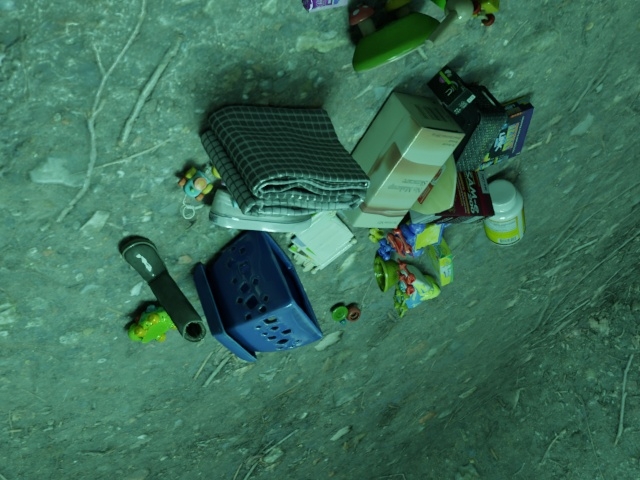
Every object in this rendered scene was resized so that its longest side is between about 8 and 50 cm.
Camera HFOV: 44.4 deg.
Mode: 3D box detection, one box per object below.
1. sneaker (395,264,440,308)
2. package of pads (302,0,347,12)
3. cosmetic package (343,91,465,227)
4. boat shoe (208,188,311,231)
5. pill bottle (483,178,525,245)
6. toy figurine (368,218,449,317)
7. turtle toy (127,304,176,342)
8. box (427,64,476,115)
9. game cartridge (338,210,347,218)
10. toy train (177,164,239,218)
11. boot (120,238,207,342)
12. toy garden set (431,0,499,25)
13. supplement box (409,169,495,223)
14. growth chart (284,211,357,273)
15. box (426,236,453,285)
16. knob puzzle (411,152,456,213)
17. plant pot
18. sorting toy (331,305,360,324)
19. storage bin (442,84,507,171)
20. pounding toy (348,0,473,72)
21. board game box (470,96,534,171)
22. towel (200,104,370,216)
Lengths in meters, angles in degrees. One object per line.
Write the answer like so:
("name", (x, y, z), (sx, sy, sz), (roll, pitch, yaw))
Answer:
("sneaker", (0.268, 0.151, 2.332), (0.126, 0.091, 0.240), (-40, 147, 15))
("package of pads", (0.011, -0.437, 1.388), (0.083, 0.032, 0.050), (-17, 142, -21))
("cosmetic package", (0.168, -0.175, 1.778), (0.153, 0.129, 0.296), (-1, 137, -40))
("boat shoe", (-0.119, -0.070, 1.717), (0.258, 0.095, 0.084), (0, 111, -42))
("pill bottle", (0.509, -0.080, 2.192), (0.117, 0.117, 0.215), (-30, 147, -1))
("toy figurine", (0.268, 0.019, 2.078), (0.217, 0.191, 0.362), (-27, 149, -15))
("turtle toy", (-0.407, 0.201, 1.874), (0.130, 0.066, 0.095), (-40, 147, 15))
("box", (0.286, -0.327, 1.710), (0.062, 0.083, 0.052), (-44, 146, 19))
("game cartridge", (0.071, -0.082, 1.914), (0.056, 0.017, 0.083), (-57, 149, 0))
("toy train", (-0.204, -0.100, 1.598), (0.166, 0.046, 0.125), (-12, 103, -22))
("boot", (-0.333, 0.110, 1.679), (0.076, 0.208, 0.189), (-34, 148, 2))
("toy garden set", (0.327, -0.535, 1.501), (0.204, 0.049, 0.244), (16, 124, -47))
("supplement box", (0.324, -0.112, 1.975), (0.240, 0.130, 0.073), (-2, 165, -39))
("growth chart", (0.000, 0.000, 1.976), (0.172, 0.021, 0.237), (-32, 147, 3))
("box", (0.336, 0.040, 2.223), (0.043, 0.105, 0.179), (-23, 147, -1))
("knob puzzle", (0.259, -0.146, 1.829), (0.030, 0.213, 0.213), (-2, 137, -36))
("plant pot", (-0.155, 0.143, 1.856), (0.212, 0.236, 0.236), (-27, 148, 4))
("sorting toy", (0.068, 0.213, 2.309), (0.102, 0.042, 0.061), (12, 113, -32))
("storage bin", (0.332, -0.256, 1.807), (0.084, 0.122, 0.180), (-9, 141, -31))
("pounding toy", (0.143, -0.405, 1.448), (0.237, 0.110, 0.183), (-8, -155, 49))
("board game box", (0.447, -0.263, 1.960), (0.141, 0.048, 0.170), (-20, 146, -14))
("towel", (-0.061, -0.157, 1.523), (0.284, 0.235, 0.121), (-4, 133, -36))
